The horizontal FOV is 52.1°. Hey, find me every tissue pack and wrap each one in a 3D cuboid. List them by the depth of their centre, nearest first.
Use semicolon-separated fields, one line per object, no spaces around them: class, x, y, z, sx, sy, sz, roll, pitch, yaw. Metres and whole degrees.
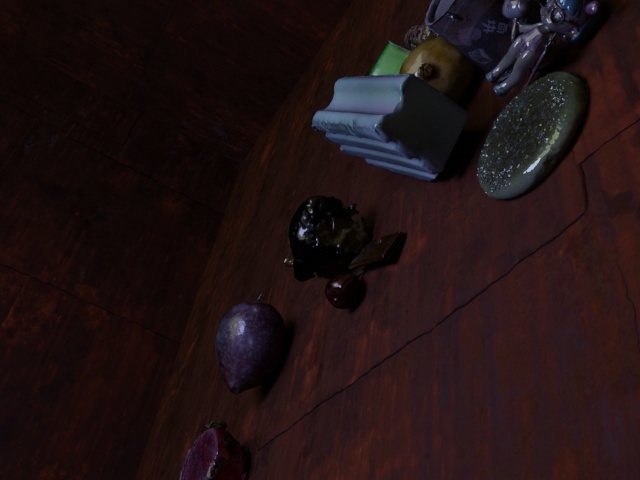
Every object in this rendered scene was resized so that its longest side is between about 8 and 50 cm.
tissue pack;0.221;-0.422;1.859;0.148;0.156;0.209;39;103;36

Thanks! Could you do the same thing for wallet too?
wallet;0.135;0.023;1.581;0.095;0.026;0.176;-48;10;-23

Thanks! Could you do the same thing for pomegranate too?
pomegranate;0.274;-0.397;1.573;0.196;0.196;0.196;-54;20;29

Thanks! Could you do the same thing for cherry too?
cherry;-0.209;0.303;1.914;0.230;0.203;0.300;-24;50;54

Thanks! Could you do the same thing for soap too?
soap;0.157;-0.269;1.556;0.156;0.261;0.446;-62;25;0

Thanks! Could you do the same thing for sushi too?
sushi;0.006;0.002;1.744;0.204;0.200;0.213;147;132;-62

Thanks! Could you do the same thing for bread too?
bread;0.380;-0.198;1.208;0.267;0.040;0.267;-54;19;28

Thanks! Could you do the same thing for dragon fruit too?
dragon fruit;-0.282;0.638;1.775;0.211;0.147;0.282;-21;47;52

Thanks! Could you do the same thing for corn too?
corn;0.309;-0.589;1.924;0.092;0.092;0.280;-60;13;12

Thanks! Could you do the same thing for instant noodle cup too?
instant noodle cup;0.358;-0.487;1.416;0.217;0.207;0.217;-54;18;27

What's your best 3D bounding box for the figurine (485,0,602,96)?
figurine;0.419;-0.399;1.263;0.260;0.103;0.205;-50;40;45

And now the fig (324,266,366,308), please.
fig;0.070;0.112;1.620;0.125;0.089;0.089;-36;-6;-42
